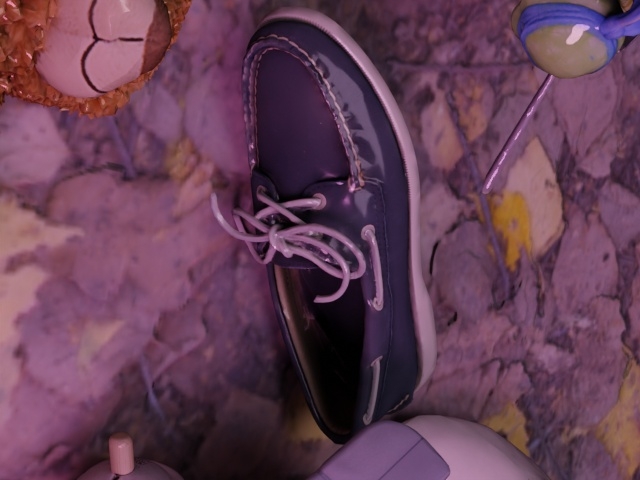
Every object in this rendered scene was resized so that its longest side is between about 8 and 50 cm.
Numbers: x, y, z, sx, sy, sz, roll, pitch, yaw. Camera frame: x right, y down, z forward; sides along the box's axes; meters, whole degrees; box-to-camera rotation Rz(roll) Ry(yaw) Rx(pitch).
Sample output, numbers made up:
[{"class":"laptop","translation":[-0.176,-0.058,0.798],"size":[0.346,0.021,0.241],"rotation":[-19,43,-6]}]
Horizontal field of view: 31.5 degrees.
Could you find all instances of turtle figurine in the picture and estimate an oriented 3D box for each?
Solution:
[{"class":"turtle figurine","translation":[0.121,-0.203,0.625],"size":[0.198,0.275,0.266],"rotation":[31,74,-9]}]

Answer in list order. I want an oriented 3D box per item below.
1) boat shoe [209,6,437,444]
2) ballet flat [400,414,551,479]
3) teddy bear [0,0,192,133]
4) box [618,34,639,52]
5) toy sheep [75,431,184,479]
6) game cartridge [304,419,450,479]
[{"class":"boat shoe","translation":[0.000,0.000,0.631],"size":[0.079,0.095,0.254],"rotation":[-42,133,-40]},{"class":"ballet flat","translation":[0.173,0.261,0.805],"size":[0.139,0.139,0.400],"rotation":[-52,127,-21]},{"class":"teddy bear","translation":[-0.187,-0.083,0.438],"size":[0.338,0.113,0.245],"rotation":[3,99,-41]},{"class":"box","translation":[0.221,-0.326,0.769],"size":[0.295,0.073,0.293],"rotation":[-41,122,-27]},{"class":"toy sheep","translation":[-0.100,0.156,0.576],"size":[0.091,0.091,0.132],"rotation":[-16,125,-38]},{"class":"game cartridge","translation":[-0.058,0.216,0.572],"size":[0.060,0.196,0.294],"rotation":[45,61,11]}]
